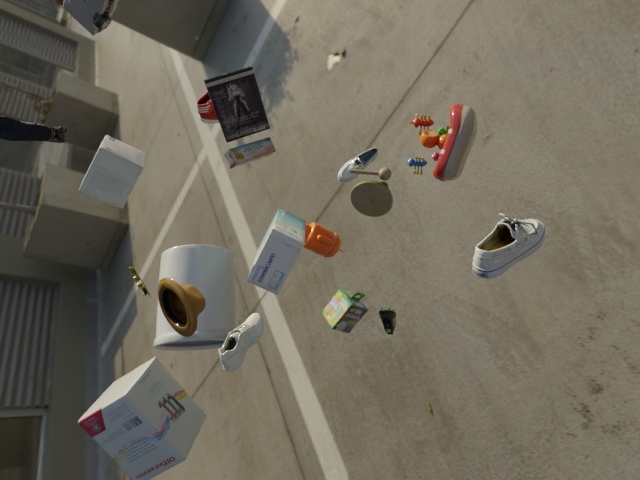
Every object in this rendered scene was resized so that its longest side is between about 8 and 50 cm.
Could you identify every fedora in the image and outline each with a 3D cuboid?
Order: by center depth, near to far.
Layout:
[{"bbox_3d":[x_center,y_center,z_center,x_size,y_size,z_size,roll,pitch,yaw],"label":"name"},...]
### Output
[{"bbox_3d":[-0.391,0.181,1.202,0.195,0.079,0.194,19,119,37],"label":"fedora"}]

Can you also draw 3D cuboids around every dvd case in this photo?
[{"bbox_3d":[-0.281,-0.463,1.430,0.018,0.165,0.221,-121,13,-51],"label":"dvd case"}]

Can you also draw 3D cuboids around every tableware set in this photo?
[{"bbox_3d":[-0.657,0.151,1.507,0.104,0.024,0.154,53,156,10],"label":"tableware set"}]

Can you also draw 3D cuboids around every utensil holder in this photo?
[{"bbox_3d":[-0.509,0.245,1.737,0.328,0.328,0.384,-26,61,45],"label":"utensil holder"}]

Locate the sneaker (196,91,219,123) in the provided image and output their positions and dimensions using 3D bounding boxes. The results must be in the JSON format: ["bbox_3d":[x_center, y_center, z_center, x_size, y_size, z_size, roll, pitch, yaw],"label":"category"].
[{"bbox_3d":[-0.365,-0.510,1.602,0.128,0.222,0.086,101,159,-74],"label":"sneaker"}]

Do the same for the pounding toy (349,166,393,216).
[{"bbox_3d":[0.224,-0.223,1.767,0.183,0.236,0.110,7,44,18],"label":"pounding toy"}]

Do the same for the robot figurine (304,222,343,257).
[{"bbox_3d":[0.000,-0.001,1.902,0.158,0.220,0.128,-48,22,44],"label":"robot figurine"}]

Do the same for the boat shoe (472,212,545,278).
[{"bbox_3d":[0.646,-0.023,1.426,0.136,0.367,0.156,28,138,50],"label":"boat shoe"}]

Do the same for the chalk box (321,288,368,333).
[{"bbox_3d":[0.134,0.335,2.083,0.213,0.133,0.132,-53,42,13],"label":"chalk box"}]

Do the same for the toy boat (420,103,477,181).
[{"bbox_3d":[0.379,-0.302,1.273,0.151,0.151,0.230,23,105,22],"label":"toy boat"}]

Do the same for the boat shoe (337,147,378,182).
[{"bbox_3d":[0.170,-0.355,1.912,0.226,0.083,0.076,-43,-5,-9],"label":"boat shoe"}]

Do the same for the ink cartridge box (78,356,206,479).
[{"bbox_3d":[-0.344,0.356,0.829,0.128,0.176,0.127,-32,12,13],"label":"ink cartridge box"}]

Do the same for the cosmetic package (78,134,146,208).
[{"bbox_3d":[-0.736,-0.245,1.488,0.183,0.152,0.151,-54,31,17],"label":"cosmetic package"}]

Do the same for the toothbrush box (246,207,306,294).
[{"bbox_3d":[-0.155,0.030,1.530,0.216,0.126,0.295,-62,9,15],"label":"toothbrush box"}]

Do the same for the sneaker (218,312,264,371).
[{"bbox_3d":[-0.176,0.219,0.945,0.054,0.061,0.152,9,44,23],"label":"sneaker"}]

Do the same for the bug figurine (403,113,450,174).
[{"bbox_3d":[0.496,-0.431,1.872,0.072,0.217,0.278,-68,-16,-54],"label":"bug figurine"}]

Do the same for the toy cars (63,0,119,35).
[{"bbox_3d":[-0.444,-0.588,0.769,0.393,0.177,0.087,92,-158,-48],"label":"toy cars"}]

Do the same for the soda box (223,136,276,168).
[{"bbox_3d":[-0.258,-0.322,1.532,0.058,0.183,0.062,-16,100,54],"label":"soda box"}]

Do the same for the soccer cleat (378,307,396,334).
[{"bbox_3d":[0.255,0.303,1.558,0.060,0.179,0.072,-3,62,18],"label":"soccer cleat"}]

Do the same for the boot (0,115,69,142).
[{"bbox_3d":[-0.589,-0.223,0.850,0.099,0.121,0.045,-140,56,-71],"label":"boot"}]
